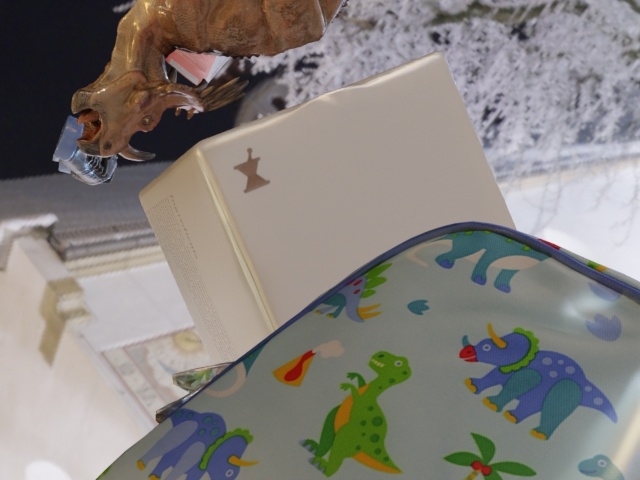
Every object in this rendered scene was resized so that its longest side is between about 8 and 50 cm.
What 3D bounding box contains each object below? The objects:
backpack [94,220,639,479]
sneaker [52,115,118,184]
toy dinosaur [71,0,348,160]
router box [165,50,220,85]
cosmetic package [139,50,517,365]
[{"bbox_3d":[0.038,0.162,0.389,0.356,0.290,0.273,-25,-53,-30],"label":"backpack"},{"bbox_3d":[-0.377,-0.141,1.434,0.232,0.091,0.081,162,127,-77],"label":"sneaker"},{"bbox_3d":[-0.063,-0.186,0.715,0.296,0.127,0.200,-12,-60,-2],"label":"toy dinosaur"},{"bbox_3d":[-0.095,-0.418,1.364,0.335,0.082,0.301,-53,8,-13],"label":"router box"},{"bbox_3d":[0.000,0.000,1.147,0.330,0.327,0.394,-24,4,-20],"label":"cosmetic package"}]
